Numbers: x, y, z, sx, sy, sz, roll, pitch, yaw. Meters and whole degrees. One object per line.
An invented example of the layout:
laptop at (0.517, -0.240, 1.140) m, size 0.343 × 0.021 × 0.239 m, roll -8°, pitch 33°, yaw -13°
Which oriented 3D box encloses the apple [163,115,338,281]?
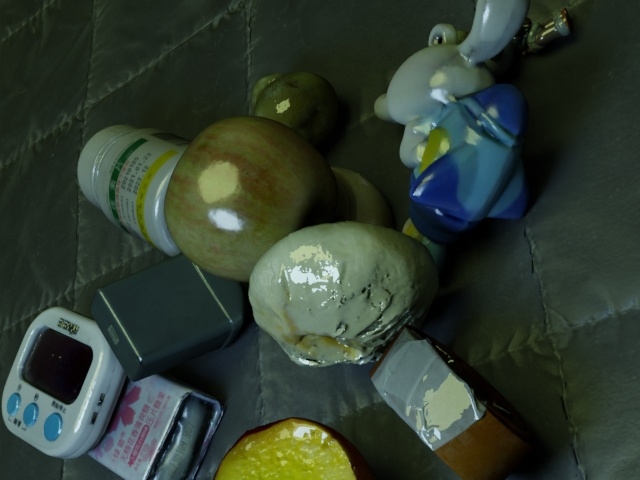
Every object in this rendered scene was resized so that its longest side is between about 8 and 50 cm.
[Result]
apple at (-0.099, -0.058, 1.569) m, size 0.234 × 0.257 × 0.257 m, roll 22°, pitch 83°, yaw 19°

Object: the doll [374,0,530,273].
doll at (0.200, -0.146, 1.504) m, size 0.187 × 0.376 × 0.366 m, roll -1°, pitch 71°, yaw -6°

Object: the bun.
bun at (0.034, 0.092, 1.456) m, size 0.287 × 0.287 × 0.146 m, roll -28°, pitch 48°, yaw 30°

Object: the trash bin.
trash bin at (-0.245, 0.119, 1.746) m, size 0.177 × 0.236 × 0.101 m, roll 56°, pitch 144°, yaw 16°

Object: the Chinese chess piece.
Chinese chess piece at (0.000, 0.000, 1.683) m, size 0.251 × 0.097 × 0.251 m, roll -21°, pitch 55°, yaw 33°

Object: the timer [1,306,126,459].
timer at (-0.441, 0.246, 1.802) m, size 0.262 × 0.087 × 0.237 m, roll 15°, pitch 80°, yaw 44°

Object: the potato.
potato at (-0.057, -0.232, 1.831) m, size 0.157 × 0.157 × 0.194 m, roll -55°, pitch 41°, yaw 4°

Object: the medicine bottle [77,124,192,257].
medicine bottle at (-0.304, -0.100, 1.943) m, size 0.339 × 0.208 × 0.208 m, roll 23°, pitch 84°, yaw 47°

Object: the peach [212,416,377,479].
peach at (-0.036, 0.382, 1.397) m, size 0.245 × 0.248 × 0.275 m, roll 110°, pitch 152°, yaw -54°

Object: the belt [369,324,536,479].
belt at (0.165, 0.209, 1.343) m, size 0.105 × 0.184 × 0.261 m, roll -50°, pitch 28°, yaw 8°

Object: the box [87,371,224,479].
box at (-0.338, 0.304, 1.817) m, size 0.369 × 0.112 × 0.190 m, roll 15°, pitch 80°, yaw 46°

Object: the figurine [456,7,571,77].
figurine at (0.283, -0.310, 1.592) m, size 0.197 × 0.093 × 0.147 m, roll -29°, pitch 17°, yaw 26°
